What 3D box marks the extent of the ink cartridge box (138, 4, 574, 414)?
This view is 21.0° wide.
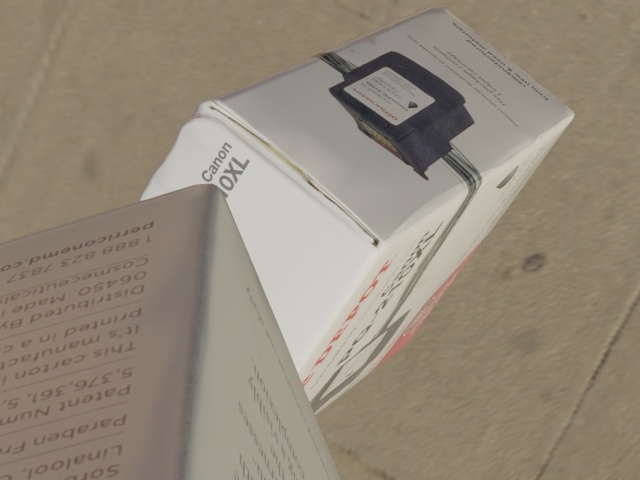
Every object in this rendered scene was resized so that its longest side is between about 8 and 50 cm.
[{"bbox_3d":[0.000,0.000,0.813,0.100,0.237,0.172,40,120,11],"label":"ink cartridge box"}]

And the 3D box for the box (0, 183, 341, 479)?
[{"bbox_3d":[-0.067,0.178,0.330,0.168,0.345,0.215,-16,119,8],"label":"box"}]
